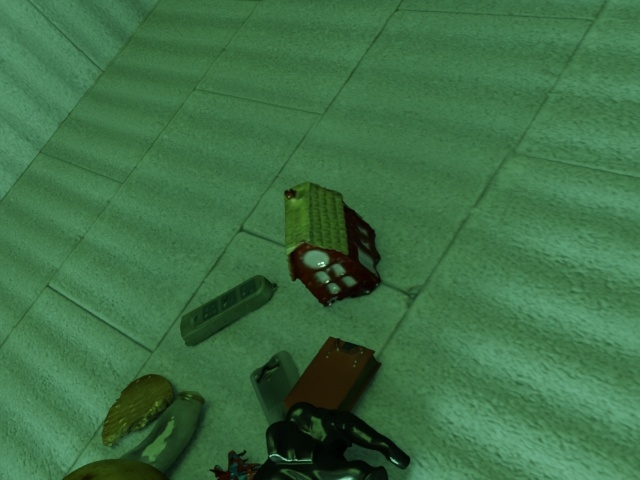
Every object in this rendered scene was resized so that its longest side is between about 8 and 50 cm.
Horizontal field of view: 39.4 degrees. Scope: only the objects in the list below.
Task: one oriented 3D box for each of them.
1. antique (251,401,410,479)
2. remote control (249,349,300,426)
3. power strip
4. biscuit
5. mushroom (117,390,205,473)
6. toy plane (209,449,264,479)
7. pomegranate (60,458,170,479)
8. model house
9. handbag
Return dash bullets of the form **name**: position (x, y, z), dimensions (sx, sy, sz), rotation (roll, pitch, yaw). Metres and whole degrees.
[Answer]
- **antique**: position (-0.011, 0.465, 1.662), dimensions (0.255, 0.185, 0.322), rotation (32, 84, 41)
- **remote control**: position (-0.077, 0.361, 1.923), dimensions (0.109, 0.055, 0.313), rotation (-39, 40, 7)
- **power strip**: position (-0.234, 0.171, 2.226), dimensions (0.286, 0.048, 0.080), rotation (-29, 43, 16)
- **biscuit**: position (-0.456, 0.410, 2.219), dimensions (0.224, 0.033, 0.144), rotation (-38, 38, 8)
- **mushroom**: position (-0.386, 0.494, 2.046), dimensions (0.351, 0.097, 0.109), rotation (-50, 43, -12)
- **toy plane**: position (-0.155, 0.493, 1.875), dimensions (0.189, 0.061, 0.130), rotation (-17, 46, 23)
- **pomegranate**: position (-0.423, 0.631, 1.738), dimensions (0.417, 0.416, 0.416), rotation (-23, 45, 24)
- **model house**: position (0.000, 0.000, 2.014), dimensions (0.160, 0.254, 0.196), rotation (-27, 42, 26)
- **handbag**: position (0.027, 0.295, 1.861), dimensions (0.127, 0.062, 0.190), rotation (13, 55, 37)
